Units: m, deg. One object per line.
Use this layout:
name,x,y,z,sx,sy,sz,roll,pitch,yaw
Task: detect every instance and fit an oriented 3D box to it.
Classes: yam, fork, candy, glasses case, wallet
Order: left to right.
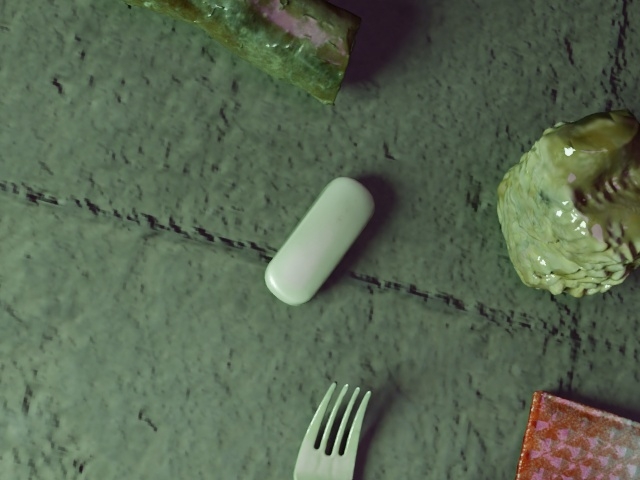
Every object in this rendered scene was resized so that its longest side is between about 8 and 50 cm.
yam,-0.090,-0.153,0.988,0.253,0.061,0.061,25,71,-13
fork,-0.008,0.186,0.961,0.034,0.028,0.219,17,77,-22
glasses case,0.000,0.000,1.003,0.032,0.021,0.083,39,69,-7
wallet,0.148,0.192,1.010,0.103,0.020,0.196,19,73,-14
candy,0.151,-0.019,1.011,0.085,0.110,0.095,-18,82,-26
